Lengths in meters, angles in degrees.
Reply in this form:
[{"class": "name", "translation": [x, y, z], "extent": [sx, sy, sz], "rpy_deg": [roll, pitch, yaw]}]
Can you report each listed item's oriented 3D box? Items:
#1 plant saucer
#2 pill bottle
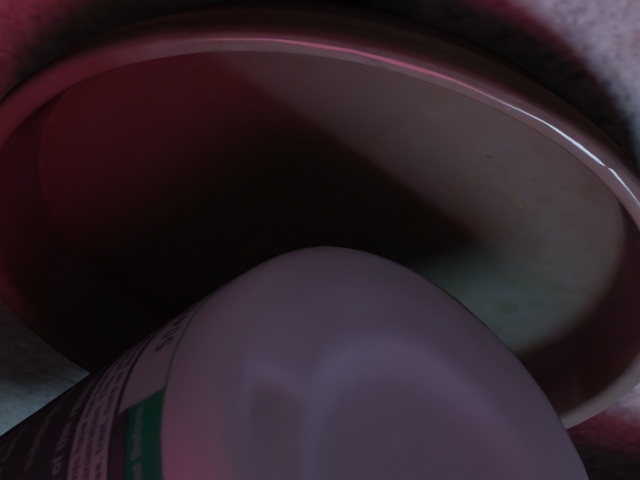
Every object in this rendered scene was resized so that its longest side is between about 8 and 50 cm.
[{"class": "plant saucer", "translation": [0.000, 0.000, 0.755], "extent": [0.278, 0.041, 0.278], "rpy_deg": [7, 144, 5]}, {"class": "pill bottle", "translation": [-0.081, 0.167, 0.767], "extent": [0.204, 0.204, 0.361], "rpy_deg": [33, 133, -28]}]
